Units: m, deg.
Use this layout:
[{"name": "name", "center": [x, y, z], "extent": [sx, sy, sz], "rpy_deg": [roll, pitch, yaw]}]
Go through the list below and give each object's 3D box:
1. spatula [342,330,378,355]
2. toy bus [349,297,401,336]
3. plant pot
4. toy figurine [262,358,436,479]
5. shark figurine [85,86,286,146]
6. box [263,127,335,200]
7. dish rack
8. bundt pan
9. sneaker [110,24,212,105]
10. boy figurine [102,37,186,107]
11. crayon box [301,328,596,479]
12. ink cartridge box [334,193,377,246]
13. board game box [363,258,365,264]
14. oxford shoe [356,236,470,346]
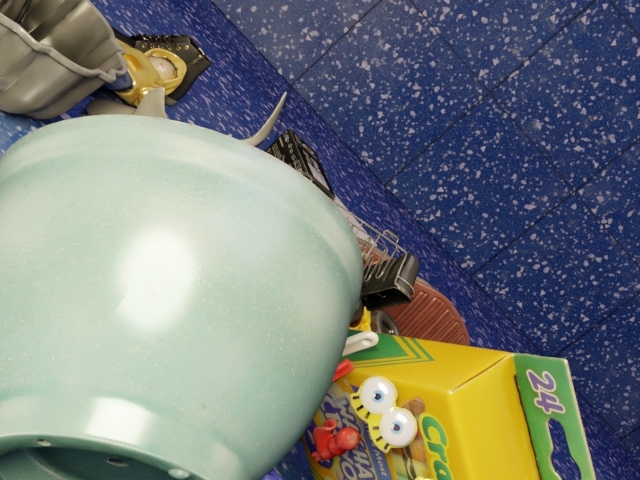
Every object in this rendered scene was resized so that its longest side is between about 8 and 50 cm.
[{"name": "spatula", "center": [-0.076, 0.089, 0.722], "extent": [0.168, 0.242, 0.019], "rpy_deg": [43, 38, -28]}, {"name": "toy bus", "center": [0.005, 0.166, 0.966], "extent": [0.220, 0.149, 0.211], "rpy_deg": [43, 28, -32]}, {"name": "plant pot", "center": [-0.123, 0.086, 0.552], "extent": [0.293, 0.293, 0.196], "rpy_deg": [39, 43, -33]}, {"name": "toy figurine", "center": [-0.004, 0.305, 0.640], "extent": [0.217, 0.191, 0.363], "rpy_deg": [-21, 84, -39]}, {"name": "shark figurine", "center": [-0.188, -0.158, 1.063], "extent": [0.278, 0.116, 0.166], "rpy_deg": [5, 37, -6]}, {"name": "box", "center": [-0.067, -0.090, 1.382], "extent": [0.077, 0.147, 0.180], "rpy_deg": [40, 15, -31]}, {"name": "dish rack", "center": [0.000, 0.000, 1.151], "extent": [0.271, 0.074, 0.208], "rpy_deg": [35, -23, -15]}, {"name": "bundt pan", "center": [-0.392, -0.272, 0.926], "extent": [0.331, 0.124, 0.331], "rpy_deg": [44, 15, -15]}, {"name": "sneaker", "center": [-0.306, -0.350, 1.405], "extent": [0.222, 0.118, 0.083], "rpy_deg": [37, 19, -41]}, {"name": "boy figurine", "center": [-0.304, -0.271, 1.265], "extent": [0.177, 0.092, 0.285], "rpy_deg": [49, 17, 12]}, {"name": "crayon box", "center": [0.095, 0.197, 0.729], "extent": [0.323, 0.083, 0.203], "rpy_deg": [-2, -72, 55]}, {"name": "ink cartridge box", "center": [0.003, -0.019, 1.652], "extent": [0.181, 0.056, 0.224], "rpy_deg": [51, 33, 9]}, {"name": "board game box", "center": [-0.091, -0.016, 1.043], "extent": [0.281, 0.027, 0.145], "rpy_deg": [18, -3, 29]}, {"name": "oxford shoe", "center": [0.150, 0.107, 1.551], "extent": [0.397, 0.140, 0.146], "rpy_deg": [44, 7, -27]}]
